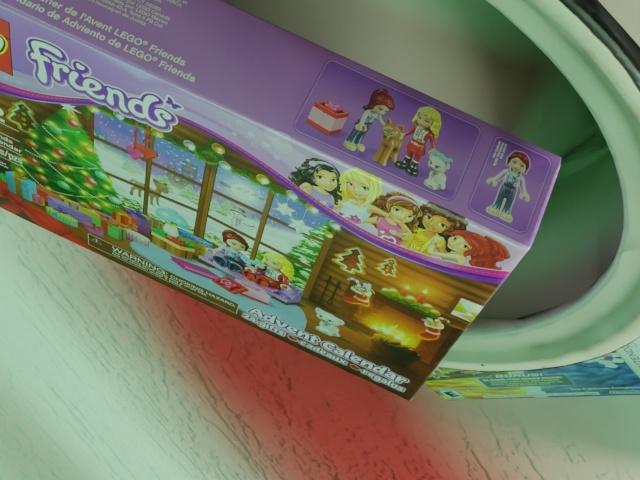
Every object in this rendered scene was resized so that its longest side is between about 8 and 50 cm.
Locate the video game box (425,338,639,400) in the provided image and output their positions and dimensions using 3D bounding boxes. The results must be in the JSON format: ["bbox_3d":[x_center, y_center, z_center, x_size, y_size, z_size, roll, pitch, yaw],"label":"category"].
[{"bbox_3d":[0.141,0.062,0.825,0.205,0.048,0.187,-8,145,34],"label":"video game box"}]

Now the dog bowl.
[{"bbox_3d":[0.019,-0.097,0.628,0.408,0.150,0.408,19,151,11],"label":"dog bowl"}]

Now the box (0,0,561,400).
[{"bbox_3d":[-0.052,-0.033,0.574,0.293,0.057,0.201,25,151,2],"label":"box"}]
